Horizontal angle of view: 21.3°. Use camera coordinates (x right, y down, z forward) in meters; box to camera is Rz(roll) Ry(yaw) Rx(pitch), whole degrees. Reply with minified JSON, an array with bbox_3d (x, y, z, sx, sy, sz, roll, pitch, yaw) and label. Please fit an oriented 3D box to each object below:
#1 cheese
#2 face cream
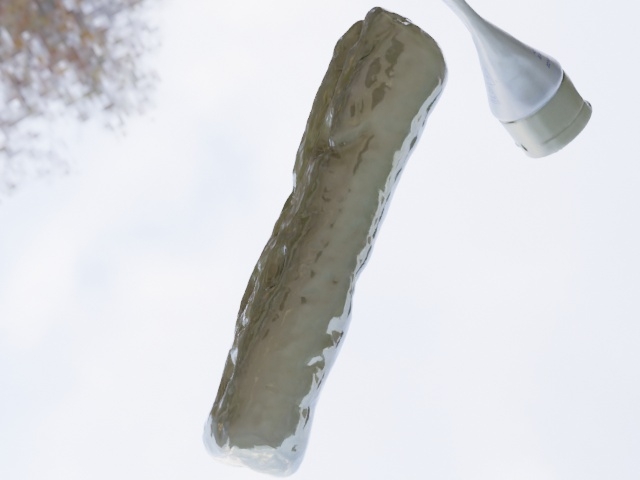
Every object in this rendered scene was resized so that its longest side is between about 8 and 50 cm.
[{"bbox_3d":[0.000,0.000,0.683,0.065,0.043,0.194,1,-110,68],"label":"cheese"},{"bbox_3d":[0.131,-0.168,1.382,0.070,0.224,0.114,-41,-158,3],"label":"face cream"}]
